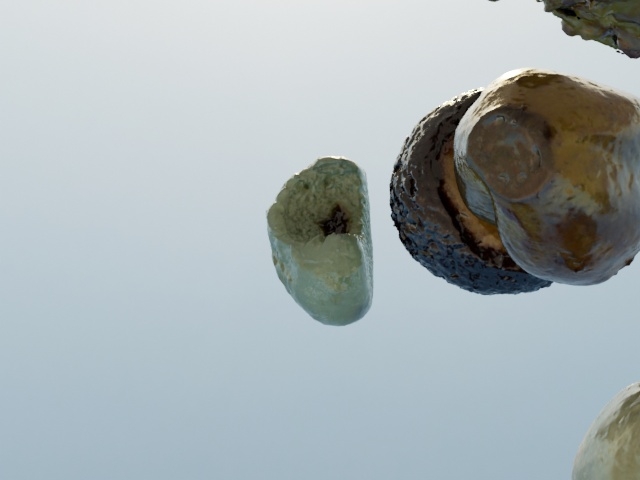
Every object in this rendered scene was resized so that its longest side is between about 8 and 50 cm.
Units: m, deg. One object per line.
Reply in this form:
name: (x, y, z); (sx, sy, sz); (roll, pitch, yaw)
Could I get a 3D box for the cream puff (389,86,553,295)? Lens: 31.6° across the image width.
cream puff: (0.192, -0.052, 1.263); (0.239, 0.239, 0.165); (-18, 174, -14)

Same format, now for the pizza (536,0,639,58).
pizza: (0.219, -0.166, 0.729); (0.161, 0.305, 0.085); (-3, -102, 31)

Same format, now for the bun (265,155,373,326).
bun: (0.000, 0.000, 1.386); (0.127, 0.203, 0.212); (-6, -156, 6)

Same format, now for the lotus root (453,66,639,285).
lotus root: (0.200, -0.058, 1.036); (0.188, 0.199, 0.180); (8, -176, 31)

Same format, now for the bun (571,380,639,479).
bun: (0.378, 0.290, 0.990); (0.364, 0.364, 0.202); (23, -110, 34)
